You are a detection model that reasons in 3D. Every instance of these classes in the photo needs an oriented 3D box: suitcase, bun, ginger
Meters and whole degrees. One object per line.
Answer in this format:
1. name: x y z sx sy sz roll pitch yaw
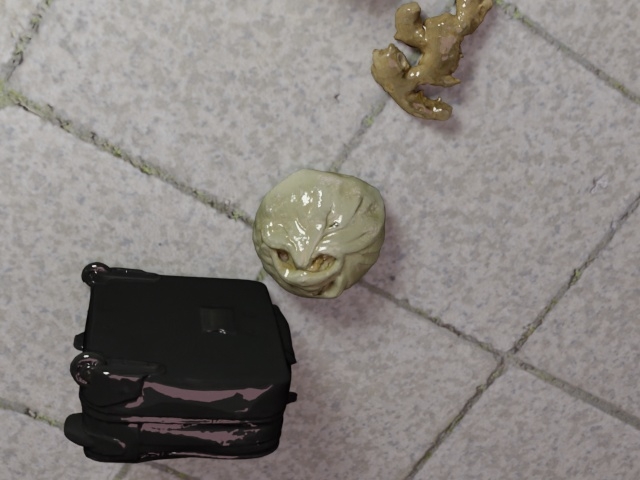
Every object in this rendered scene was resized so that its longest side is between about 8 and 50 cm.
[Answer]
1. suitcase: -0.205 0.179 1.470 0.339 0.345 0.188 2 112 -12
2. bun: 0.000 0.000 1.534 0.231 0.133 0.231 -4 120 -7
3. ginger: 0.167 -0.306 1.441 0.149 0.065 0.259 14 117 -15
